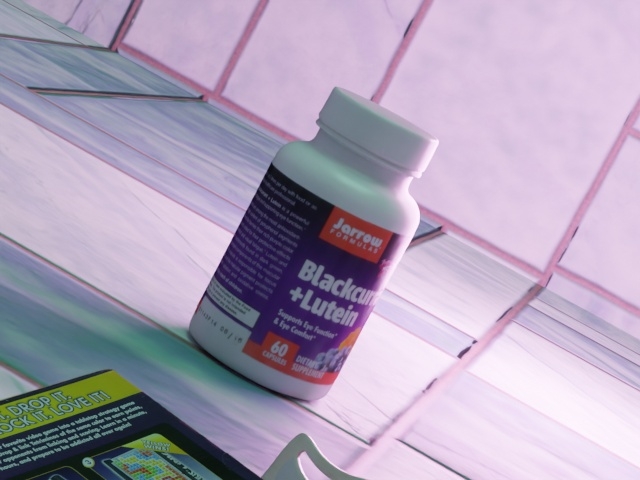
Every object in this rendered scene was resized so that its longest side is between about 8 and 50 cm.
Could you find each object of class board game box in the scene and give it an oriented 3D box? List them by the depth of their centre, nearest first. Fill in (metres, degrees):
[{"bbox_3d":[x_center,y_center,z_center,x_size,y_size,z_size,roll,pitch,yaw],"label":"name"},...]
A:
[{"bbox_3d":[-0.089,0.114,0.613,0.141,0.048,0.170,32,27,30],"label":"board game box"}]

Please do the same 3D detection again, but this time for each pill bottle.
[{"bbox_3d":[0.000,0.000,1.207,0.108,0.193,0.108,27,9,-5],"label":"pill bottle"}]

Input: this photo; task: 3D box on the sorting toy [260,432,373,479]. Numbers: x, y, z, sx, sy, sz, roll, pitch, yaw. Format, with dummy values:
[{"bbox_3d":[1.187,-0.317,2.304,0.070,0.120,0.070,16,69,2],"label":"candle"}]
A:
[{"bbox_3d":[-0.007,0.131,0.818,0.083,0.075,0.045,31,9,24],"label":"sorting toy"}]
